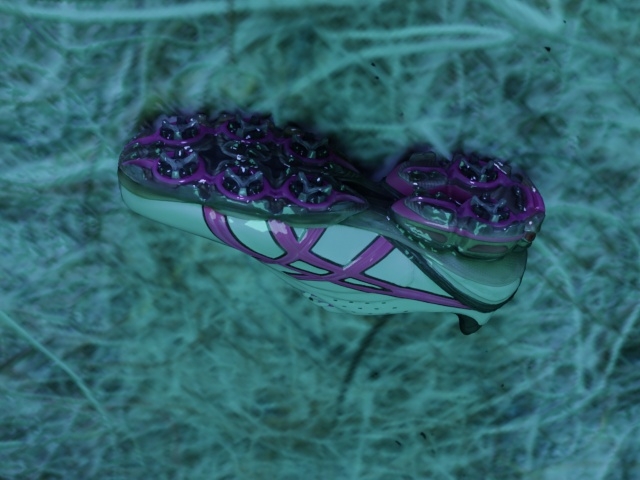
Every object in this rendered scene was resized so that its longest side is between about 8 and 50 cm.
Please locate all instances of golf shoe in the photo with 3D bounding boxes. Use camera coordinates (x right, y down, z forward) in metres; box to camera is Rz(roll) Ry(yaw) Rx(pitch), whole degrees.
[{"bbox_3d":[0.000,0.000,0.834,0.186,0.067,0.086,12,125,-8],"label":"golf shoe"}]
